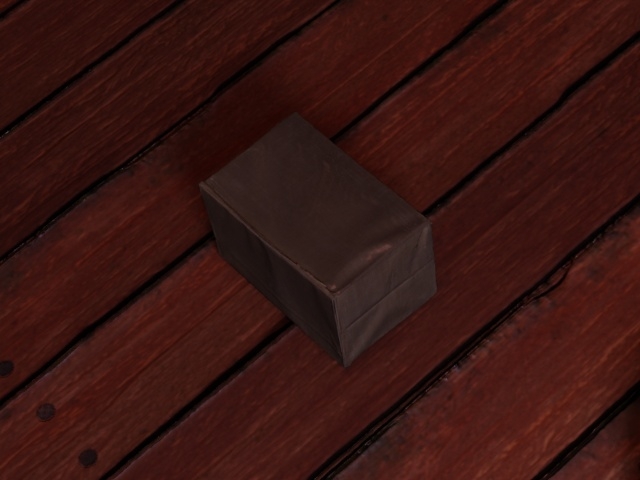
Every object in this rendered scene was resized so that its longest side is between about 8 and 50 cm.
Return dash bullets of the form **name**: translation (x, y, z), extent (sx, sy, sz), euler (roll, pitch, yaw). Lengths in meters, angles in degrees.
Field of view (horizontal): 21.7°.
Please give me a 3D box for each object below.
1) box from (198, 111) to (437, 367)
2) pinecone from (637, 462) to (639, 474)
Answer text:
- **box**: translation (0.000, 0.000, 1.900), extent (0.149, 0.155, 0.231), euler (-38, 57, -18)
- **pinecone**: translation (0.425, 0.234, 1.641), extent (0.221, 0.221, 0.221), euler (-5, 56, 7)
